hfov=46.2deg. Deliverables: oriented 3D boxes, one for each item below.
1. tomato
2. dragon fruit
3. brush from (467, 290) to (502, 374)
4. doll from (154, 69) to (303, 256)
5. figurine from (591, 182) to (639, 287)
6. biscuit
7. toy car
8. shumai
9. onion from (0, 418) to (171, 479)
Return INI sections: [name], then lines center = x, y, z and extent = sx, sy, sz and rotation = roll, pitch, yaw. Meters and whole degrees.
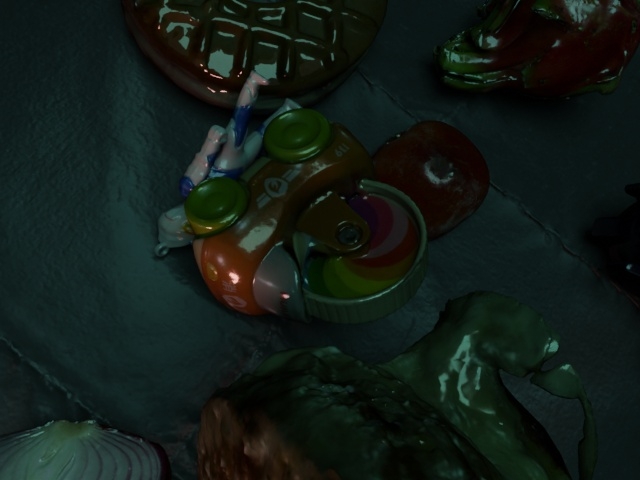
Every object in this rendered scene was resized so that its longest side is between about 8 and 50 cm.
[tomato]
center = 0.135, -0.080, 0.892
extent = 0.159, 0.091, 0.139
rotation = -33, 87, -21
[dragon fruit]
center = 0.278, -0.279, 0.939
extent = 0.269, 0.198, 0.200
rotation = 4, 86, 2
[brush]
center = 0.155, 0.198, 0.841
extent = 0.072, 0.067, 0.313
rotation = 26, 74, -7
[doll]
center = -0.107, -0.071, 0.827
extent = 0.057, 0.114, 0.227
rotation = 41, 96, 23
[figurine]
center = 0.486, 0.019, 0.924
extent = 0.308, 0.143, 0.309
rotation = 13, 57, -20
[biscuit]
center = -0.078, -0.309, 0.893
extent = 0.331, 0.103, 0.332
rotation = 3, 76, -13
[toy car]
center = 0.000, 0.000, 0.765
extent = 0.235, 0.145, 0.235
rotation = -6, 53, 9
[shumai]
center = 0.093, 0.245, 0.674
extent = 0.348, 0.395, 0.395
rotation = -15, 80, -32
[onion]
center = -0.247, 0.257, 0.706
extent = 0.205, 0.098, 0.151
rotation = 5, 49, -5
